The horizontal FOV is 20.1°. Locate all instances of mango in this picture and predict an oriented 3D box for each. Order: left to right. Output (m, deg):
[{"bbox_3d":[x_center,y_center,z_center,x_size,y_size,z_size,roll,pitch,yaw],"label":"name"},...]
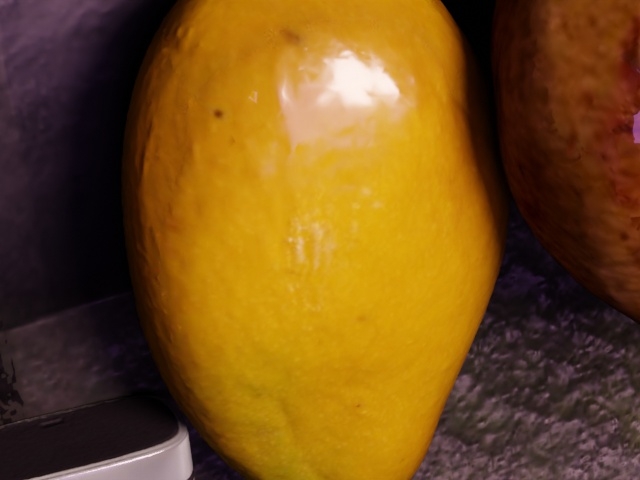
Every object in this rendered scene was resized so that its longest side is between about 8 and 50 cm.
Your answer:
[{"bbox_3d":[0.000,0.000,0.804,0.176,0.119,0.317,-17,126,-20],"label":"mango"}]

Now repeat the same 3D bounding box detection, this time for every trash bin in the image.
[{"bbox_3d":[-0.114,0.149,0.844,0.116,0.059,0.130,-12,117,-17],"label":"trash bin"}]

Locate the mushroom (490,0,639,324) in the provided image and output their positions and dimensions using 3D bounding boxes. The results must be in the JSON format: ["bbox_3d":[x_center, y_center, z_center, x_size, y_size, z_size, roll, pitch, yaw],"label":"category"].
[{"bbox_3d":[0.223,-0.104,0.763,0.345,0.259,0.345,-8,105,-33],"label":"mushroom"}]
